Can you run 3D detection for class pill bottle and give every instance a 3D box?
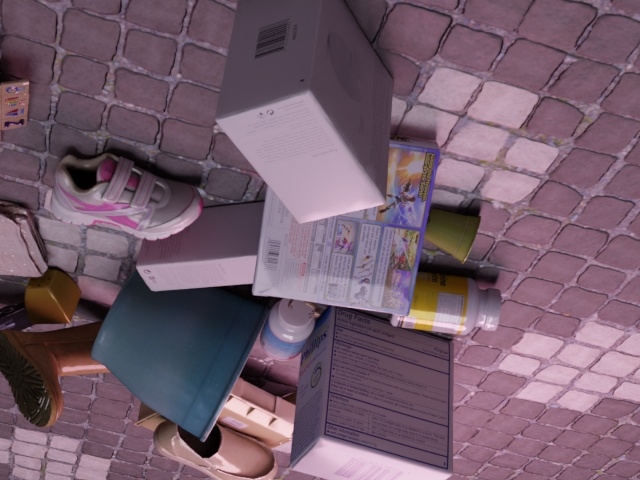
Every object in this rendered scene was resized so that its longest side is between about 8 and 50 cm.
[{"bbox_3d":[-0.058,0.158,1.945,0.087,0.087,0.160,12,153,-7],"label":"pill bottle"},{"bbox_3d":[0.217,0.110,1.837,0.184,0.103,0.103,7,144,-1],"label":"pill bottle"}]

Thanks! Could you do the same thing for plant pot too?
[{"bbox_3d":[-0.263,0.185,1.904,0.255,0.271,0.271,27,142,-3],"label":"plant pot"},{"bbox_3d":[0.207,-0.015,1.697,0.079,0.083,0.083,21,143,0],"label":"plant pot"},{"bbox_3d":[-0.506,0.099,1.962,0.082,0.081,0.083,-2,136,11],"label":"plant pot"}]

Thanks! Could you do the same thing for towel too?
[{"bbox_3d":[-0.634,-0.003,1.864,0.282,0.049,0.187,3,143,6],"label":"towel"}]

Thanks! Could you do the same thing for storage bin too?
[{"bbox_3d":[-0.210,0.346,2.215,0.262,0.123,0.260,32,136,-30],"label":"storage bin"}]

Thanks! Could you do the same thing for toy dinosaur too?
[{"bbox_3d":[-0.021,0.087,1.860,0.183,0.092,0.053,15,122,-29],"label":"toy dinosaur"}]

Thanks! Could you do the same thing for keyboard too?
[{"bbox_3d":[-0.613,0.153,2.017,0.180,0.023,0.108,-25,153,-21],"label":"keyboard"}]

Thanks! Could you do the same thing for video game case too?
[{"bbox_3d":[0.036,-0.034,1.586,0.244,0.061,0.269,9,108,-2],"label":"video game case"}]

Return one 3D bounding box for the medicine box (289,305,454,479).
[{"bbox_3d":[0.100,0.302,1.961,0.264,0.289,0.149,19,140,-16],"label":"medicine box"}]

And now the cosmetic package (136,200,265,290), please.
[{"bbox_3d":[-0.180,0.011,1.754,0.231,0.117,0.085,-3,144,16],"label":"cosmetic package"}]

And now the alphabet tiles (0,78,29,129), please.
[{"bbox_3d":[-0.533,-0.170,1.555,0.198,0.009,0.237,-13,167,-21],"label":"alphabet tiles"}]

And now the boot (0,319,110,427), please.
[{"bbox_3d":[-0.441,0.232,1.938,0.270,0.236,0.089,1,130,-47],"label":"boot"}]

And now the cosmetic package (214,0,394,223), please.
[{"bbox_3d":[-0.012,-0.183,1.366,0.138,0.224,0.224,-14,139,25],"label":"cosmetic package"}]

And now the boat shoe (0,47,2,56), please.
[{"bbox_3d":[-0.602,-0.241,1.480,0.306,0.113,0.105,-15,132,23],"label":"boat shoe"}]

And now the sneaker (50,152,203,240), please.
[{"bbox_3d":[-0.313,-0.075,1.667,0.252,0.103,0.111,5,146,2],"label":"sneaker"}]

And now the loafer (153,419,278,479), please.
[{"bbox_3d":[-0.205,0.428,2.137,0.269,0.101,0.092,19,148,-16],"label":"loafer"}]
